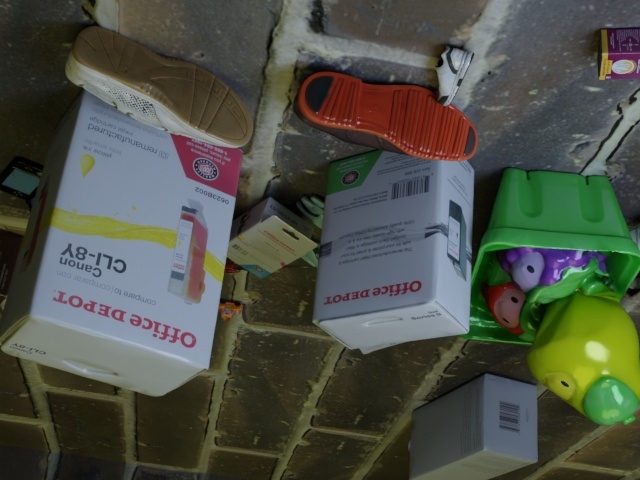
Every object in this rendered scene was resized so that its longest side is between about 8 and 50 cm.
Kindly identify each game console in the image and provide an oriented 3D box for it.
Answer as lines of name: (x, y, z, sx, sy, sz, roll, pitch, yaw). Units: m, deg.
game console: (-0.507, -0.075, 1.725, 0.107, 0.071, 0.122, 23, 147, -29)

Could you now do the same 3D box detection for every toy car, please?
toy car: (-0.212, 0.166, 2.140, 0.060, 0.041, 0.122, 18, 149, -20)

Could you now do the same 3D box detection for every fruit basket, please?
fruit basket: (0.370, 0.116, 1.590, 0.282, 0.392, 0.392, 5, 152, 2)

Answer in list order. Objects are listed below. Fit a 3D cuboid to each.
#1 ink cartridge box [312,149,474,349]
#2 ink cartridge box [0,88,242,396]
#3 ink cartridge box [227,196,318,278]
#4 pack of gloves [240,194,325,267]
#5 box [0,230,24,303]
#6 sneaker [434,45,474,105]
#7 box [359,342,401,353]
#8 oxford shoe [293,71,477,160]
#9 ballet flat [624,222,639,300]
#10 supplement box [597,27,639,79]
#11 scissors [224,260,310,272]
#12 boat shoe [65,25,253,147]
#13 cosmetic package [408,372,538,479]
ink cartridge box: (0.114, 0.006, 1.514, 0.211, 0.289, 0.121, -12, 146, 31)
ink cartridge box: (-0.292, 0.006, 1.499, 0.279, 0.385, 0.160, 21, 148, -25)
ink cartridge box: (-0.086, -0.009, 1.730, 0.104, 0.062, 0.181, 34, 143, -23)
pack of gloves: (0.000, 0.000, 1.786, 0.195, 0.046, 0.232, -17, 144, 38)
box: (-0.790, 0.026, 1.905, 0.381, 0.143, 0.191, 21, 149, -22)
sneaker: (0.175, -0.226, 1.348, 0.043, 0.040, 0.109, 23, 148, 4)
box: (0.129, 0.106, 1.839, 0.181, 0.119, 0.182, -16, 148, 11)
oxford shoe: (0.093, -0.173, 1.422, 0.271, 0.097, 0.098, 17, 170, -11)
ballet flat: (0.557, 0.027, 1.663, 0.106, 0.108, 0.316, 7, 151, 14)
supplement box: (0.398, -0.238, 1.264, 0.083, 0.043, 0.055, 0, 150, 11)
scissors: (-0.154, 0.051, 1.911, 0.297, 0.021, 0.109, 1, 163, 12)
boat shoe: (-0.229, -0.204, 1.410, 0.277, 0.098, 0.096, 28, 147, -18)
cosmetic package: (0.366, 0.477, 2.433, 0.155, 0.197, 0.365, 15, 152, -18)
